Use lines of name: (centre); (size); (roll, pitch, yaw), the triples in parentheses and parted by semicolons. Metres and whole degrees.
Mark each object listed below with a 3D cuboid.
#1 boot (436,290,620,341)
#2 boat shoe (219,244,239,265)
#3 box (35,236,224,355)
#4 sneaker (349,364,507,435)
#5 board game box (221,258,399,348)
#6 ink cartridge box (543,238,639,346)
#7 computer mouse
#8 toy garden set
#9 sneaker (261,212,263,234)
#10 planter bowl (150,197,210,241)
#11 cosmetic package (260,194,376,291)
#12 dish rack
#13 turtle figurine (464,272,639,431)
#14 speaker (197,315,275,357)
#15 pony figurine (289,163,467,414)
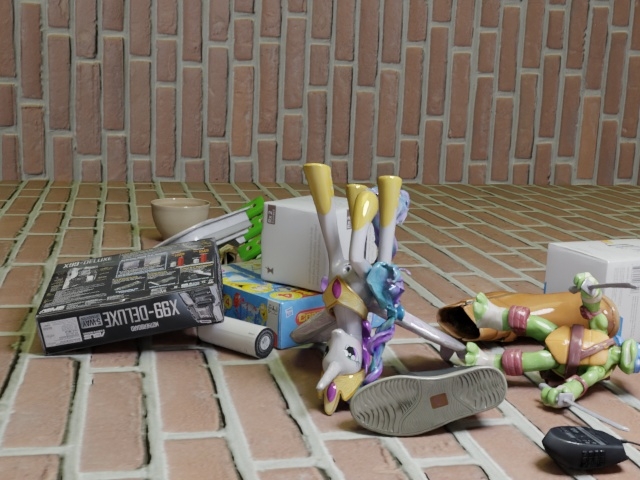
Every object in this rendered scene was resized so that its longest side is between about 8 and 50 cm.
boot: (0.370, 0.139, 1.627); (0.220, 0.109, 0.283); (-4, 11, -34)
boat shoe: (-0.227, 0.043, 2.178); (0.045, 0.050, 0.135); (10, 23, 22)
box: (-0.329, 0.090, 1.594); (0.307, 0.076, 0.242); (-10, 20, -4)
sneaker: (0.144, 0.227, 1.280); (0.222, 0.083, 0.118); (-7, -6, -9)
board game box: (-0.056, 0.109, 1.761); (0.308, 0.086, 0.302); (-8, 15, -42)
ink cartridge box: (0.576, 0.096, 1.734); (0.233, 0.171, 0.168); (-3, 12, -26)
computer mouse: (0.396, 0.274, 1.161); (0.242, 0.041, 0.071); (6, 8, -14)
toy garden set: (-0.180, 0.026, 2.053); (0.204, 0.049, 0.244); (-30, 39, 0)
sneaker: (-0.033, -0.038, 2.395); (0.148, 0.131, 0.350); (-8, 14, -26)
planter bowl: (-0.384, -0.052, 2.461); (0.162, 0.109, 0.162); (3, 12, -1)
cosmetic package: (0.000, 0.000, 1.710); (0.151, 0.151, 0.184); (10, 15, 34)
dish rack: (-0.294, 0.033, 1.904); (0.285, 0.072, 0.333); (-29, 1, 19)
turtle figurine: (0.357, 0.147, 1.373); (0.266, 0.198, 0.275); (3, 7, 24)
speaker: (-0.147, 0.163, 1.552); (0.136, 0.055, 0.055); (10, 13, 36)
pony figurine: (0.067, 0.083, 1.426); (0.303, 0.363, 0.351); (-1, -7, 22)
